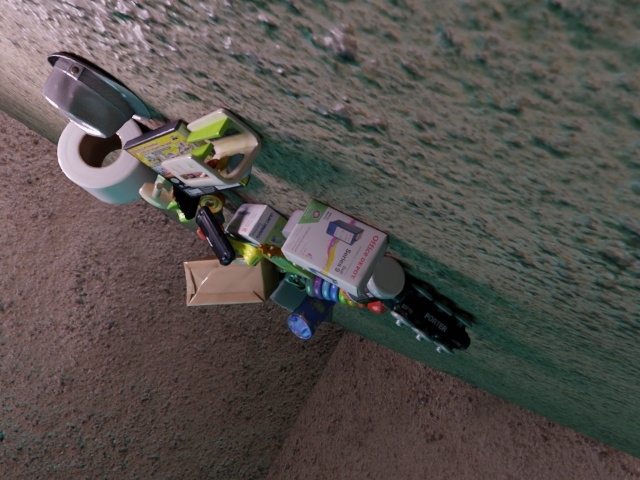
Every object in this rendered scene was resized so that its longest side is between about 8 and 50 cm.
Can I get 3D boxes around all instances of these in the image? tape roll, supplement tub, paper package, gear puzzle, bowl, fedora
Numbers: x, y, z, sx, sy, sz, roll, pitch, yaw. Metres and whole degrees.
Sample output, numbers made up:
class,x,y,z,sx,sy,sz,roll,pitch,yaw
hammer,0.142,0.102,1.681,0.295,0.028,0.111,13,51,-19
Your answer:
class,x,y,z,sx,sy,sz,roll,pitch,yaw
tape roll,0.000,0.000,1.432,0.219,0.072,0.219,28,168,7
supplement tub,0.138,0.116,1.386,0.117,0.116,0.190,34,154,-17
paper package,-0.333,0.140,1.913,0.310,0.168,0.325,-4,-177,3
gear puzzle,-0.033,0.075,1.530,0.339,0.044,0.175,16,-162,-19
tape roll,-0.628,-0.247,1.489,0.246,0.246,0.169,29,169,4
bowl,-0.060,0.249,2.319,0.312,0.163,0.311,23,-179,0
fedora,-0.588,-0.348,1.259,0.276,0.124,0.244,31,169,-3

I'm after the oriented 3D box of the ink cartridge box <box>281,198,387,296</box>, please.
class,x,y,z,sx,sy,sz,roll,pitch,yaw
ink cartridge box,0.037,0.017,1.206,0.213,0.154,0.093,28,167,14

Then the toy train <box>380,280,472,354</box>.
class,x,y,z,sx,sy,sz,roll,pitch,yaw
toy train,0.306,0.221,1.494,0.334,0.142,0.190,35,177,-23

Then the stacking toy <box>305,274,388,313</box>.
class,x,y,z,sx,sy,sz,roll,pitch,yaw
stacking toy,0.113,0.194,1.866,0.331,0.141,0.141,18,164,28

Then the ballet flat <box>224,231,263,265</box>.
class,x,y,z,sx,sy,sz,roll,pitch,yaw
ballet flat,-0.274,0.032,1.624,0.231,0.077,0.077,19,164,47

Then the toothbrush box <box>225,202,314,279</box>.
class,x,y,z,sx,sy,sz,roll,pitch,yaw
toothbrush box,-0.148,0.000,1.674,0.283,0.122,0.206,38,166,-29

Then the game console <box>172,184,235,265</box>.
class,x,y,z,sx,sy,sz,roll,pitch,yaw
game console,-0.387,-0.075,1.618,0.361,0.044,0.213,58,151,9

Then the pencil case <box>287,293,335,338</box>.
class,x,y,z,sx,sy,sz,roll,pitch,yaw
pencil case,-0.014,0.254,2.015,0.119,0.306,0.133,-21,112,47

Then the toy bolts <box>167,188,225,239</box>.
class,x,y,z,sx,sy,sz,roll,pitch,yaw
toy bolts,-0.423,-0.138,1.856,0.219,0.158,0.228,-19,134,18

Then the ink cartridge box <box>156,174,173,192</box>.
class,x,y,z,sx,sy,sz,roll,pitch,yaw
ink cartridge box,-0.690,-0.282,1.972,0.171,0.056,0.235,30,170,0

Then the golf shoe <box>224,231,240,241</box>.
class,x,y,z,sx,sy,sz,roll,pitch,yaw
golf shoe,-0.361,0.007,1.917,0.198,0.077,0.093,-4,113,52

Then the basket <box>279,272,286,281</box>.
class,x,y,z,sx,sy,sz,roll,pitch,yaw
basket,-0.241,0.085,2.196,0.204,0.154,0.227,59,170,-6

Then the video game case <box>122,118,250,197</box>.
class,x,y,z,sx,sy,sz,roll,pitch,yaw
video game case,-0.367,-0.212,1.353,0.275,0.035,0.248,-4,147,43

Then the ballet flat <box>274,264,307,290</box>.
class,x,y,z,sx,sy,sz,roll,pitch,yaw
ballet flat,-0.119,0.097,1.955,0.123,0.123,0.348,22,160,35

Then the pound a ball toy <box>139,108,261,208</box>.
class,x,y,z,sx,sy,sz,roll,pitch,yaw
pound a ball toy,-0.268,-0.152,1.104,0.136,0.208,0.319,36,166,-26
